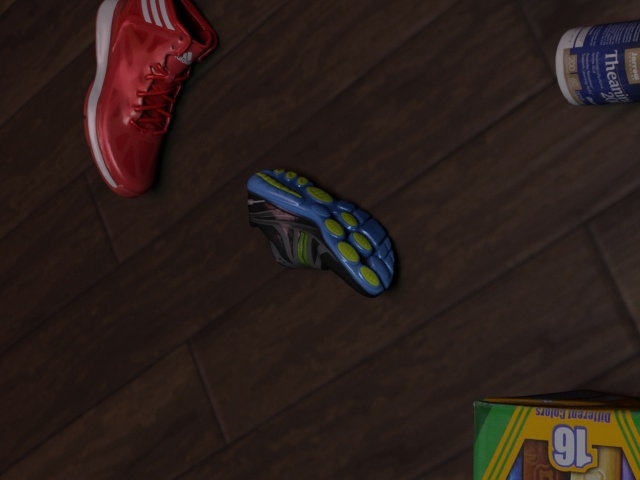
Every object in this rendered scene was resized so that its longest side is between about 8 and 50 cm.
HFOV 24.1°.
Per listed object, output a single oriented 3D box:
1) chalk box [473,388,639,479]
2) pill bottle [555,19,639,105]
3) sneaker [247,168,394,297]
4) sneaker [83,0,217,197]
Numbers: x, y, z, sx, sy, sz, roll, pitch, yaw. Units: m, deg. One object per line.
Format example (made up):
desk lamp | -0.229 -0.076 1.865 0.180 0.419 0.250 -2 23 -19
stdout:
chalk box | 0.233 0.267 1.150 0.179 0.180 0.289 1 88 39
pill bottle | 0.258 -0.146 1.219 0.120 0.067 0.067 -1 87 39
sneaker | 0.000 0.000 1.434 0.188 0.067 0.078 35 131 33
sneaker | -0.174 -0.160 1.558 0.128 0.087 0.221 -9 84 40
